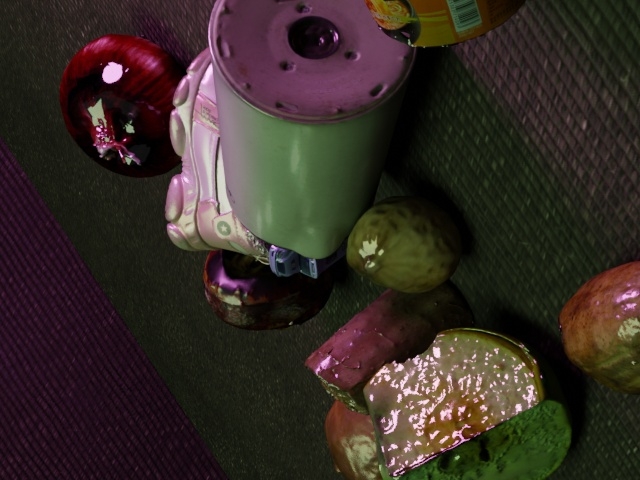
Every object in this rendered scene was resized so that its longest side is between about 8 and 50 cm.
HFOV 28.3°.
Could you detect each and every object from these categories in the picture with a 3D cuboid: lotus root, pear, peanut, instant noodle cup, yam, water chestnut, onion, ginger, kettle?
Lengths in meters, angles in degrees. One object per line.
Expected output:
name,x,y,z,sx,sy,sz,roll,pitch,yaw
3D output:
lotus root,0.348,0.102,1.422,0.145,0.128,0.260,46,160,0
pear,0.223,0.261,1.818,0.282,0.286,0.176,46,-161,-49
peanut,0.119,0.006,1.755,0.140,0.159,0.109,122,159,-47
instant noodle cup,0.110,-0.314,1.238,0.230,0.230,0.182,35,160,42
yam,0.101,0.155,1.890,0.128,0.238,0.129,51,166,-5
water chestnut,-0.093,0.042,2.163,0.224,0.224,0.238,41,160,35
onion,-0.354,-0.220,2.270,0.273,0.285,0.273,11,132,12
ginger,0.117,0.302,2.085,0.200,0.223,0.269,45,159,36
kettle,-0.035,-0.208,1.696,0.376,0.250,0.361,97,156,-63

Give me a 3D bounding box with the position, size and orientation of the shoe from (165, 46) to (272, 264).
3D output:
shoe,-0.115,-0.135,1.995,0.198,0.172,0.351,17,114,23

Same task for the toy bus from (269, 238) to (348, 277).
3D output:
toy bus,0.000,0.000,1.962,0.076,0.167,0.073,40,154,29
